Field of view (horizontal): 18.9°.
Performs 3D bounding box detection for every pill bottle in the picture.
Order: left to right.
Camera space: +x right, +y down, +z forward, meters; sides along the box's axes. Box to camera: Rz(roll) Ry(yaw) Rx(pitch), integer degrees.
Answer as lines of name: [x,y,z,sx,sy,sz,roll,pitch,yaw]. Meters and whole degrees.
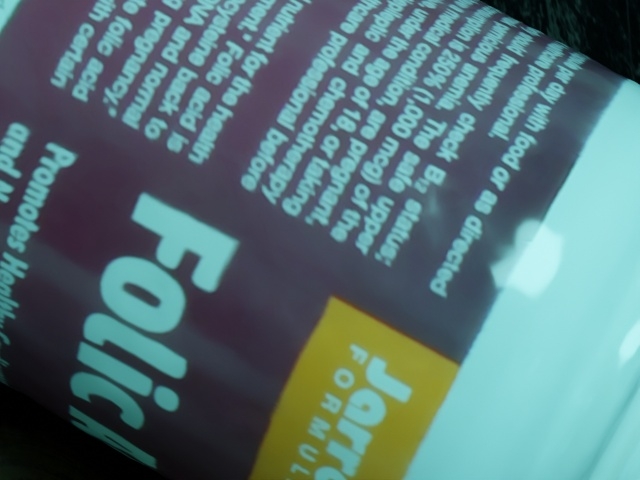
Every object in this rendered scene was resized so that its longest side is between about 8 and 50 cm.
pill bottle: [0.000,0.000,0.751,0.392,0.224,0.224,29,33,8]

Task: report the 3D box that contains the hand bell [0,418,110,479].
hand bell: [-0.073,0.138,0.873,0.242,0.126,0.126,33,44,-26]
